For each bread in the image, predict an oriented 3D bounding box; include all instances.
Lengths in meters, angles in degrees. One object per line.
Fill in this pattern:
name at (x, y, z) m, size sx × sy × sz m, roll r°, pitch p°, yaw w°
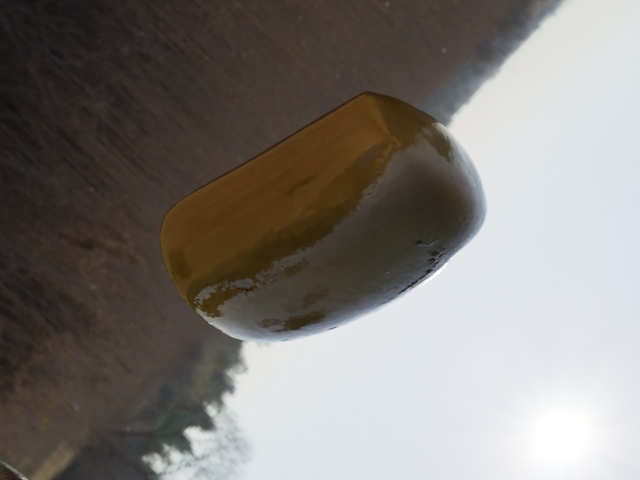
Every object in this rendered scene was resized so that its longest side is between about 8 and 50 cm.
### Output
bread at (0.000, 0.000, 0.655) m, size 0.217 × 0.147 × 0.098 m, roll -32°, pitch -140°, yaw 30°

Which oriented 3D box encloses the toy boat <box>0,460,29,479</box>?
toy boat at (-0.180, 0.165, 0.440) m, size 0.155 × 0.085 × 0.227 m, roll -16°, pitch -154°, yaw -18°
